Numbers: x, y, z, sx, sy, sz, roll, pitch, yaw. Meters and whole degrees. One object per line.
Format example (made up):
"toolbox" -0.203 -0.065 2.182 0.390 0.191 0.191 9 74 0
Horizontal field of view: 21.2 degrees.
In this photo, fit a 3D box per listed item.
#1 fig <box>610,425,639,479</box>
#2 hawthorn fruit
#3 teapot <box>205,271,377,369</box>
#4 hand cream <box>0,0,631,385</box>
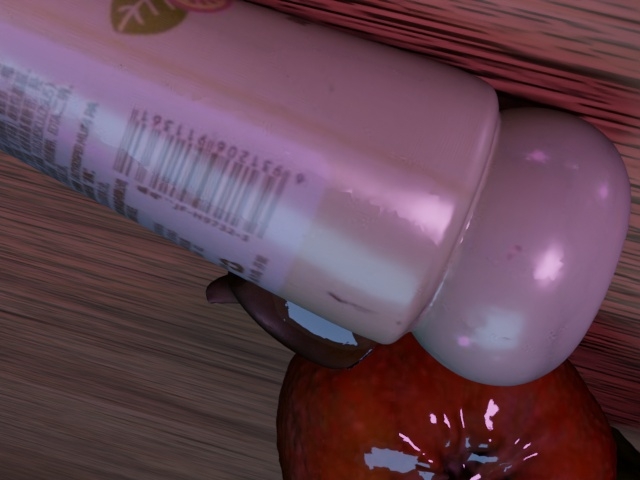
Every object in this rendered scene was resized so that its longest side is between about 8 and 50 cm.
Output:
"fig" 0.145 0.191 0.862 0.167 0.233 0.167 -19 152 -11
"hawthorn fruit" 0.049 0.093 0.833 0.163 0.162 0.203 22 -179 -14
"teapot" 0.000 0.000 0.675 0.068 0.076 0.121 33 133 -18
"hand cream" -0.053 -0.041 0.555 0.306 0.093 0.147 20 169 -2
